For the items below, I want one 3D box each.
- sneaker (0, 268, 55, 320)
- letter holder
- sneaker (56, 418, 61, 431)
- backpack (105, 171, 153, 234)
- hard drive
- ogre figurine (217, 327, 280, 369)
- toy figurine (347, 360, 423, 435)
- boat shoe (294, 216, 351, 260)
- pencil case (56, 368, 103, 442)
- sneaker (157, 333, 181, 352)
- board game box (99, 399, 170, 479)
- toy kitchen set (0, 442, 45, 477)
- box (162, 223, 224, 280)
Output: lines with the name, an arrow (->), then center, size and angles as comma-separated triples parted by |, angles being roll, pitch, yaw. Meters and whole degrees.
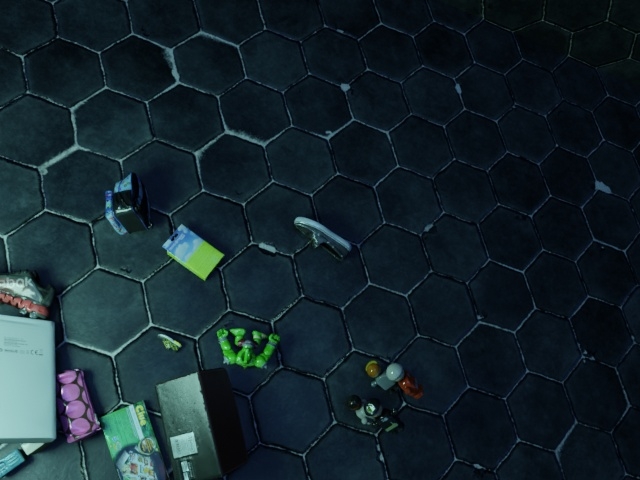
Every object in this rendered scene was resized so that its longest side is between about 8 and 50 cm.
sneaker -> -0.929, 0.136, 1.733 | 0.276, 0.097, 0.135 | 25, 68, -8
letter holder -> -0.351, 0.553, 1.740 | 0.152, 0.214, 0.301 | -19, 77, 13
sneaker -> -0.834, 0.429, 1.658 | 0.283, 0.110, 0.122 | 46, 64, 2
backpack -> -0.625, -0.127, 1.875 | 0.117, 0.158, 0.173 | -13, 62, 0
hard drive -> -0.847, 0.373, 1.574 | 0.233, 0.047, 0.353 | 19, 43, -44
ogre figurine -> -0.238, 0.348, 1.853 | 0.197, 0.097, 0.118 | 18, 57, -21
toy figurine -> 0.199, 0.499, 1.857 | 0.148, 0.209, 0.213 | 42, 70, -17
boat shoe -> 0.000, 0.000, 2.045 | 0.229, 0.080, 0.076 | 32, 65, -11
pencil case -> -0.714, 0.477, 1.683 | 0.098, 0.095, 0.209 | -24, 78, 0
sneaker -> -0.483, 0.326, 1.826 | 0.083, 0.031, 0.035 | 29, 68, -4
board game box -> -0.551, 0.624, 1.713 | 0.136, 0.030, 0.259 | -19, 78, -18
toy kitchen set -> -0.890, 0.560, 1.590 | 0.207, 0.122, 0.166 | -36, 84, -23
box -> -0.426, 0.040, 1.929 | 0.178, 0.042, 0.109 | 36, 66, -1
